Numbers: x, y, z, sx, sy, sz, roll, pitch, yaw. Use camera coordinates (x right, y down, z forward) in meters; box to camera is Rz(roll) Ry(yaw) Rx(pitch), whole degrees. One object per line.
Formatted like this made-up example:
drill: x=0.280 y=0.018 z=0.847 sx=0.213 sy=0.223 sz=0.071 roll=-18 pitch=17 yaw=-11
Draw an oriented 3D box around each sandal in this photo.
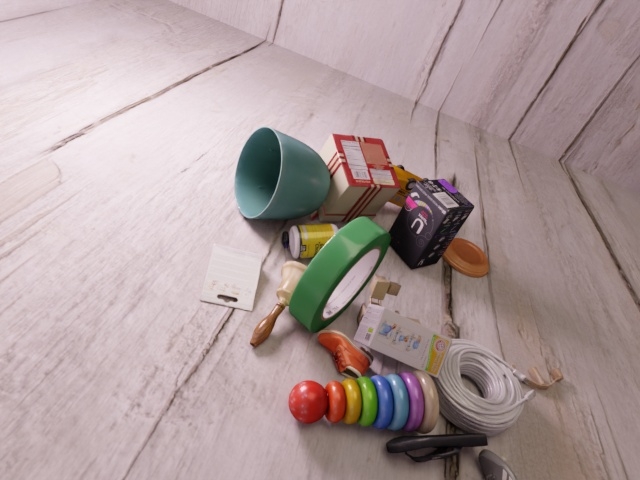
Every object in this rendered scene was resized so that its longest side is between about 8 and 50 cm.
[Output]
sandal: x=0.271 y=0.467 z=0.976 sx=0.254 sy=0.097 sz=0.055 roll=7 pitch=67 yaw=-19

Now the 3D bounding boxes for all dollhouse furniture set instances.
dollhouse furniture set: x=0.215 y=0.198 z=1.188 sx=0.181 sy=0.161 sz=0.101 roll=13 pitch=24 yaw=-11

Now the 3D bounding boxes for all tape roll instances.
tape roll: x=0.054 y=0.090 z=1.123 sx=0.077 sy=0.321 sz=0.321 roll=38 pitch=40 yaw=20

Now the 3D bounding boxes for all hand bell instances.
hand bell: x=-0.109 y=0.181 z=1.138 sx=0.126 sy=0.126 sz=0.242 roll=29 pitch=51 yaw=8

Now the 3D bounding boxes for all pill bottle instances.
pill bottle: x=0.000 y=0.000 z=1.362 sx=0.184 sy=0.103 sz=0.103 roll=-4 pitch=44 yaw=-16

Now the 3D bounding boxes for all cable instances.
cable: x=0.401 y=0.378 z=1.145 sx=0.257 sy=0.089 sz=0.257 roll=-20 pitch=54 yaw=-41

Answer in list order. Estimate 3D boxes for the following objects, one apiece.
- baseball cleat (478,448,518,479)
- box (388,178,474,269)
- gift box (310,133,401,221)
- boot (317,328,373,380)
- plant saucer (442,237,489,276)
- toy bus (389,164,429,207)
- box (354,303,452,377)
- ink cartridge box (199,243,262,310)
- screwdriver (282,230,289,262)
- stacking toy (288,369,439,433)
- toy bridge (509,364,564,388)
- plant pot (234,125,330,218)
baseball cleat: x=0.396 y=0.560 z=0.938 sx=0.109 sy=0.072 sz=0.206 roll=-11 pitch=45 yaw=-27
box: x=0.367 y=-0.057 z=1.496 sx=0.143 sy=0.270 sz=0.165 roll=-10 pitch=48 yaw=-35
gift box: x=0.098 y=-0.191 z=1.547 sx=0.255 sy=0.258 sz=0.277 roll=3 pitch=61 yaw=-26
boot: x=0.052 y=0.289 z=1.103 sx=0.157 sy=0.059 sz=0.085 roll=31 pitch=43 yaw=9
plant saucer: x=0.551 y=0.055 z=1.646 sx=0.199 sy=0.037 sz=0.200 roll=13 pitch=39 yaw=-11
toy bus: x=0.346 y=-0.201 z=1.728 sx=0.332 sy=0.130 sz=0.108 roll=15 pitch=33 yaw=-42
box: x=0.206 y=0.251 z=1.098 sx=0.203 sy=0.114 sz=0.103 roll=26 pitch=80 yaw=-11
ink cartridge box: x=-0.244 y=0.106 z=1.201 sx=0.145 sy=0.045 sz=0.179 roll=14 pitch=57 yaw=-12
screwdriver: x=-0.106 y=0.036 z=1.360 sx=0.025 sy=0.024 sz=0.170 roll=32 pitch=34 yaw=-38
stacking toy: x=0.090 y=0.368 z=0.986 sx=0.330 sy=0.141 sz=0.141 roll=3 pitch=41 yaw=-12
toy bridge: x=0.636 y=0.404 z=1.280 sx=0.188 sy=0.026 sz=0.063 roll=8 pitch=41 yaw=-17
plant pot: x=-0.111 y=-0.200 z=1.434 sx=0.235 sy=0.293 sz=0.293 roll=8 pitch=38 yaw=-37
